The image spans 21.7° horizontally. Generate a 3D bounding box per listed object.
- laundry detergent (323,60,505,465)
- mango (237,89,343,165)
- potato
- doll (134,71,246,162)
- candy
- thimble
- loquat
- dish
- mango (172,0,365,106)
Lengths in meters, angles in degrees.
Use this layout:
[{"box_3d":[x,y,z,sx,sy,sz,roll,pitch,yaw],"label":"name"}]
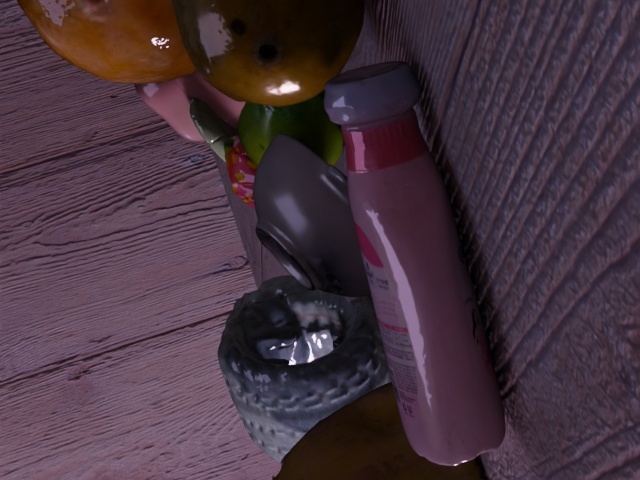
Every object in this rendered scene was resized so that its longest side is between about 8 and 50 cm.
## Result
[{"box_3d":[0.079,0.016,1.414,0.159,0.088,0.335,-129,24,-75],"label":"laundry detergent"},{"box_3d":[-0.034,-0.122,1.846,0.178,0.119,0.100,88,-174,-68],"label":"mango"},{"box_3d":[0.043,0.297,1.779,0.301,0.237,0.288,-115,10,-50],"label":"potato"},{"box_3d":[-0.147,-0.246,2.384,0.268,0.216,0.284,48,-153,-35],"label":"doll"},{"box_3d":[-0.021,-0.027,2.083,0.365,0.124,0.124,-122,16,-52],"label":"candy"},{"box_3d":[-0.012,0.159,2.044,0.250,0.205,0.172,34,150,53],"label":"thimble"},{"box_3d":[-0.217,-0.344,1.993,0.328,0.328,0.328,163,90,-84],"label":"loquat"},{"box_3d":[0.000,0.000,1.735,0.228,0.086,0.236,41,168,31],"label":"dish"},{"box_3d":[-0.046,-0.269,1.461,0.176,0.176,0.329,142,134,-59],"label":"mango"}]
